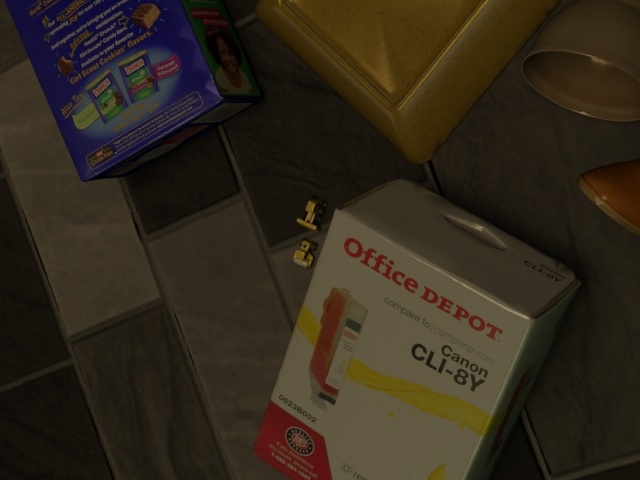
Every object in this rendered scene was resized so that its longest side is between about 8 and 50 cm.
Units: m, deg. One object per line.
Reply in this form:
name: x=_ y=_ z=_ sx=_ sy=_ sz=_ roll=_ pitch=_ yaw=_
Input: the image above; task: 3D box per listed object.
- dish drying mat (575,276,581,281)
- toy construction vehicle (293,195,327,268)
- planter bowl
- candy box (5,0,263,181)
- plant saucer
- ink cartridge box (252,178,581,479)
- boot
dish drying mat: x=0.287 y=0.040 z=1.536 sx=0.083 sy=0.008 sz=0.032 roll=35 pitch=109 yaw=17
toy construction vehicle: x=0.000 y=0.000 z=1.651 sx=0.086 sy=0.035 sz=0.098 roll=27 pitch=106 yaw=20
planter bowl: x=0.330 y=-0.226 z=1.419 sx=0.162 sy=0.162 sz=0.109 roll=18 pitch=77 yaw=22
candy box: x=-0.268 y=-0.281 z=1.701 sx=0.268 sy=0.122 sz=0.317 roll=-26 pitch=85 yaw=26
plant saucer: x=0.099 y=-0.321 z=1.548 sx=0.333 sy=0.081 sz=0.333 roll=45 pitch=112 yaw=15
ink cartridge box: x=0.109 y=0.158 z=1.507 sx=0.279 sy=0.160 sz=0.385 roll=30 pitch=119 yaw=21
boot: x=0.421 y=-0.105 z=1.309 sx=0.211 sy=0.295 sz=0.104 roll=-54 pitch=54 yaw=28
